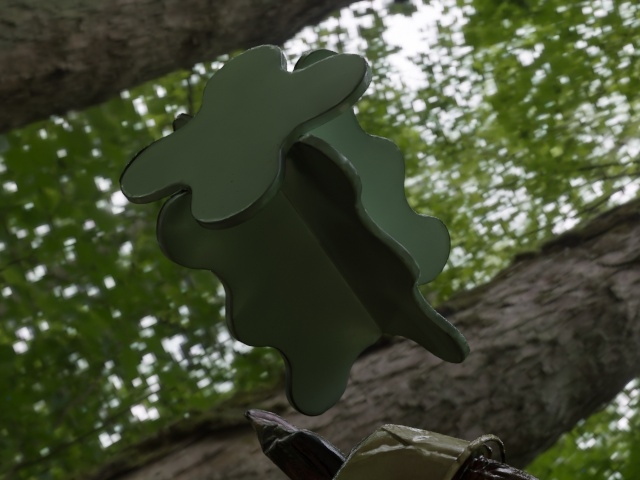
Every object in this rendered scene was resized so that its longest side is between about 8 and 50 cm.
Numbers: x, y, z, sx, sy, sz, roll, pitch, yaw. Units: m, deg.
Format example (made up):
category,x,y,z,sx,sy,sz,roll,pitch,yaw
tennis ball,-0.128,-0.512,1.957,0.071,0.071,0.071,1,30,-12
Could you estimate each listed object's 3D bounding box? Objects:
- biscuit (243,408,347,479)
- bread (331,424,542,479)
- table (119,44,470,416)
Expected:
category,x,y,z,sx,sy,sz,roll,pitch,yaw
biscuit,-0.011,0.266,1.254,0.151,0.063,0.235,46,-9,-11
bread,0.115,0.230,0.715,0.212,0.142,0.224,19,-39,31
table,0.000,0.000,0.653,0.167,0.166,0.198,2,-41,41
